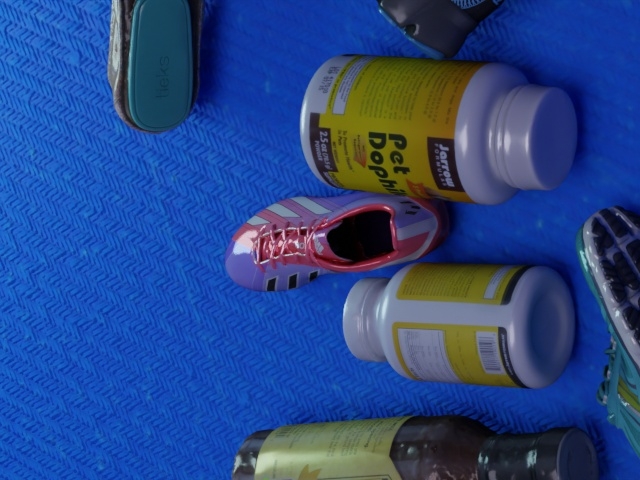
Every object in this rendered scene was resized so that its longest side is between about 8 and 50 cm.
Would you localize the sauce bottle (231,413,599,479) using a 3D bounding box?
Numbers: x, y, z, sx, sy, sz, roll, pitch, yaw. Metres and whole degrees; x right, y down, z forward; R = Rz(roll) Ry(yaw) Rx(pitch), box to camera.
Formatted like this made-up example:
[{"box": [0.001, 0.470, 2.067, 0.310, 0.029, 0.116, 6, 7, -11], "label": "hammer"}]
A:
[{"box": [0.079, 0.207, 1.657, 0.344, 0.111, 0.111, -10, 97, 39], "label": "sauce bottle"}]

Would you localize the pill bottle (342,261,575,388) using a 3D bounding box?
[{"box": [0.115, 0.070, 1.596, 0.184, 0.103, 0.103, 2, 104, 36], "label": "pill bottle"}]

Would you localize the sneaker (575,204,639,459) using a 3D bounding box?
[{"box": [0.260, 0.108, 1.508, 0.110, 0.107, 0.275, -21, 90, 47], "label": "sneaker"}]

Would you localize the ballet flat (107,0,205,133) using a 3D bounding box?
[{"box": [-0.149, -0.254, 1.699, 0.106, 0.108, 0.316, -122, 40, -58], "label": "ballet flat"}]

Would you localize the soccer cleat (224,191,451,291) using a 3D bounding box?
[{"box": [0.000, 0.000, 1.664, 0.248, 0.095, 0.083, -11, 94, 36], "label": "soccer cleat"}]

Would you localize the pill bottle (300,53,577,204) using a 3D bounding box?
[{"box": [0.098, -0.092, 1.553, 0.215, 0.117, 0.117, 7, 107, 34], "label": "pill bottle"}]

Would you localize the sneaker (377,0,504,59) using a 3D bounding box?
[{"box": [0.040, -0.303, 1.559, 0.139, 0.125, 0.341, -44, 72, 8], "label": "sneaker"}]
